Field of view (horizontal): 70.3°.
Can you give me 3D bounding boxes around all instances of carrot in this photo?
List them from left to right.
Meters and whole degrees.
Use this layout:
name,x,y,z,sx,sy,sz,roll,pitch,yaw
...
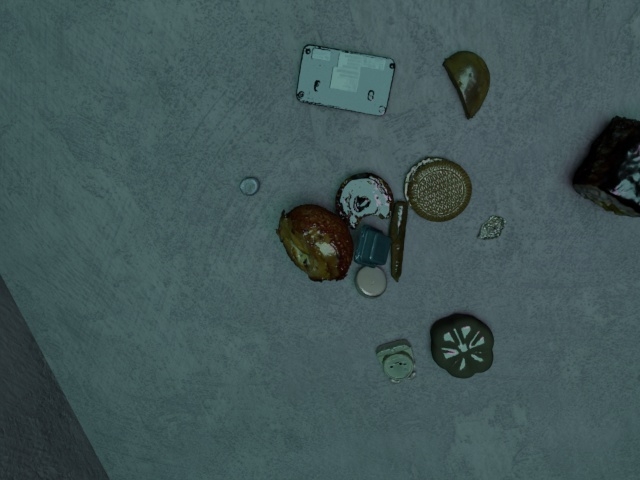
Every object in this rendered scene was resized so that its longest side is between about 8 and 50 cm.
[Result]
name,x,y,z,sx,sy,sz,roll,pitch,yaw
carrot,0.309,0.010,1.835,0.070,0.070,0.343,3,107,6

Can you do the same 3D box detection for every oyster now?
name,x,y,z,sx,sy,sz,roll,pitch,yaw
oyster,0.675,-0.047,1.790,0.098,0.037,0.101,8,105,4

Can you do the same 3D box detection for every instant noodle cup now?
name,x,y,z,sx,sy,sz,roll,pitch,yaw
instant noodle cup,0.211,0.029,1.777,0.070,0.179,0.157,13,87,36

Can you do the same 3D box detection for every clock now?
name,x,y,z,sx,sy,sz,roll,pitch,yaw
clock,0.336,0.533,1.968,0.151,0.062,0.191,-19,102,11

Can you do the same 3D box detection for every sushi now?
name,x,y,z,sx,sy,sz,roll,pitch,yaw
sushi,1.071,-0.242,1.562,0.281,0.299,0.294,27,105,-17

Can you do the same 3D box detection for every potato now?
name,x,y,z,sx,sy,sz,roll,pitch,yaw
potato,0.550,-0.572,1.639,0.138,0.098,0.243,-26,101,11

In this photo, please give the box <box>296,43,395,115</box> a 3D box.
name,x,y,z,sx,sy,sz,roll,pitch,yaw
box,0.092,-0.597,1.704,0.349,0.058,0.212,10,105,3

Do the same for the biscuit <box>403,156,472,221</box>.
name,x,y,z,sx,sy,sz,roll,pitch,yaw
biscuit,0.449,-0.197,1.755,0.258,0.079,0.259,2,106,6

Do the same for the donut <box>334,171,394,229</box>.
name,x,y,z,sx,sy,sz,roll,pitch,yaw
donut,0.168,-0.159,1.790,0.230,0.096,0.216,-28,97,13

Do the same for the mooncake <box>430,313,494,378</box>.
name,x,y,z,sx,sy,sz,roll,pitch,yaw
mooncake,0.587,0.437,1.880,0.274,0.135,0.275,1,101,7

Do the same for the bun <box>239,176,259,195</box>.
name,x,y,z,sx,sy,sz,roll,pitch,yaw
bun,-0.287,-0.220,1.851,0.083,0.045,0.083,1,104,3

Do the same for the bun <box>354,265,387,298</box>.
name,x,y,z,sx,sy,sz,roll,pitch,yaw
bun,0.201,0.175,1.877,0.138,0.094,0.138,3,73,-11

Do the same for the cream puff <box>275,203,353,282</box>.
name,x,y,z,sx,sy,sz,roll,pitch,yaw
cream puff,0.000,0.003,1.757,0.228,0.350,0.351,-35,101,-26
